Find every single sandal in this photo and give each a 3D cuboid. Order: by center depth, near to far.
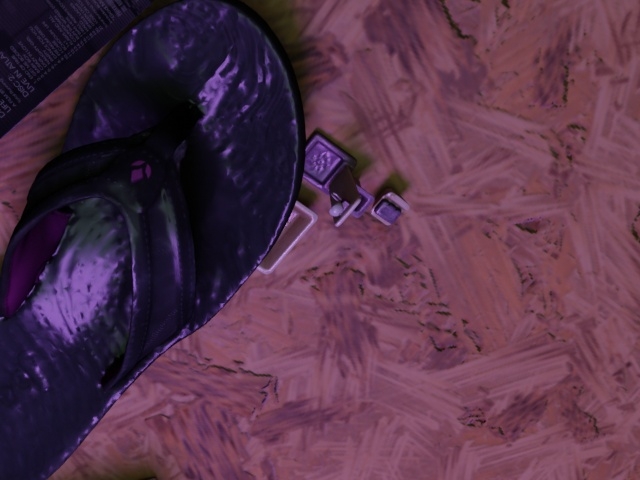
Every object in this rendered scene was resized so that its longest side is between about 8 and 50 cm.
[{"bbox_3d":[-0.159,0.038,0.551,0.167,0.107,0.446,35,110,-5],"label":"sandal"}]

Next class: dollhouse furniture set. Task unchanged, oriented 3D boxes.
[{"bbox_3d":[0.000,0.000,0.577,0.091,0.081,0.114,34,110,-20],"label":"dollhouse furniture set"}]

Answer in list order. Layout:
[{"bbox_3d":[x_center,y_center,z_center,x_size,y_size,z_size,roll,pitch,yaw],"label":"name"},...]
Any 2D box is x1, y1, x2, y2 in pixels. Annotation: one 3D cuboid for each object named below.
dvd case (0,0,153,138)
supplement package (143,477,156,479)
[{"bbox_3d":[-0.182,-0.160,0.416,0.018,0.221,0.164,-14,124,40],"label":"dvd case"},{"bbox_3d":[-0.255,0.362,0.709,0.262,0.145,0.204,-12,118,1],"label":"supplement package"}]
